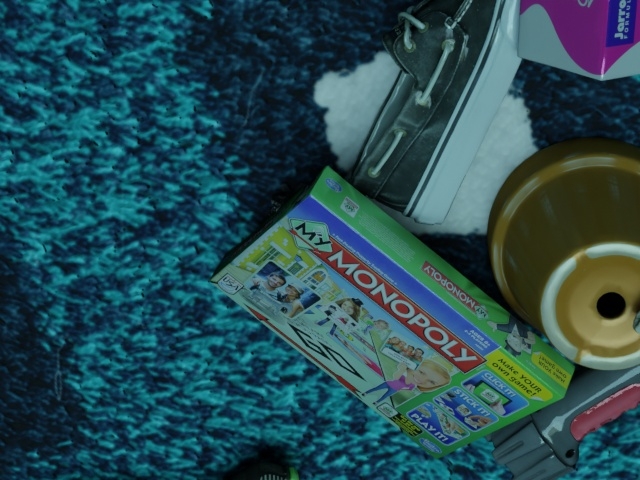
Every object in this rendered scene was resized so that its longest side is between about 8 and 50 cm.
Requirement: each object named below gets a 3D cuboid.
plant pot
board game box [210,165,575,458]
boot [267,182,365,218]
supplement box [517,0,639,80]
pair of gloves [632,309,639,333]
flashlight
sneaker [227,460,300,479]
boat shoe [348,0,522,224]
[{"bbox_3d":[0.265,0.026,1.236,0.205,0.188,0.205,2,111,5],"label":"plant pot"},{"bbox_3d":[0.066,0.082,1.298,0.317,0.046,0.213,39,142,-10],"label":"board game box"},{"bbox_3d":[0.000,0.001,1.328,0.099,0.045,0.121,-3,109,7],"label":"boot"},{"bbox_3d":[0.290,-0.215,1.125,0.220,0.114,0.111,-13,115,-29],"label":"supplement box"},{"bbox_3d":[0.419,0.067,1.136,0.240,0.042,0.204,-39,111,11],"label":"pair of gloves"},{"bbox_3d":[0.321,0.158,1.335,0.304,0.103,0.103,-37,139,19],"label":"flashlight"},{"bbox_3d":[-0.234,0.367,1.417,0.483,0.185,0.202,-30,110,14],"label":"sneaker"},{"bbox_3d":[0.114,-0.168,1.210,0.119,0.121,0.335,16,114,-6],"label":"boat shoe"}]
